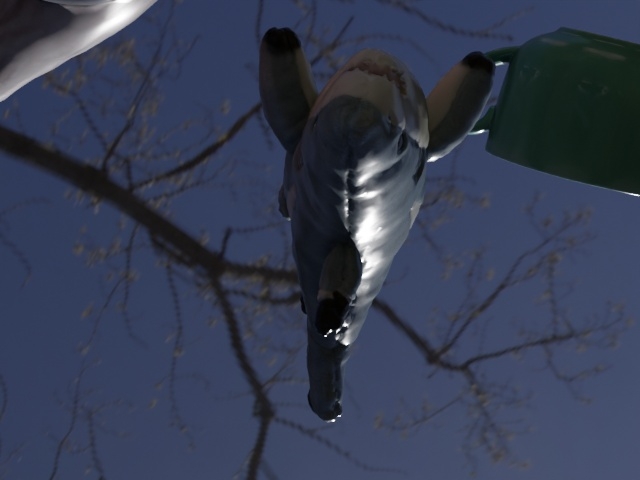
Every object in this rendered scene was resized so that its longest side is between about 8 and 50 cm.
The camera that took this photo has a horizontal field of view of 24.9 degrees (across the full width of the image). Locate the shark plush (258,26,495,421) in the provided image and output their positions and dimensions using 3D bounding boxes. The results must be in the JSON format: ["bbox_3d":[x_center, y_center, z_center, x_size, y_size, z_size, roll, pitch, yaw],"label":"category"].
[{"bbox_3d":[0.000,0.000,0.469,0.073,0.161,0.067,16,-137,-9],"label":"shark plush"}]

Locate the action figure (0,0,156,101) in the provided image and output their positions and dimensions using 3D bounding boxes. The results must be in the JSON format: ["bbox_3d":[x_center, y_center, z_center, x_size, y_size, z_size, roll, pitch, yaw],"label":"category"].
[{"bbox_3d":[-0.077,-0.178,0.356,0.178,0.341,0.330,-5,-155,-3],"label":"action figure"}]

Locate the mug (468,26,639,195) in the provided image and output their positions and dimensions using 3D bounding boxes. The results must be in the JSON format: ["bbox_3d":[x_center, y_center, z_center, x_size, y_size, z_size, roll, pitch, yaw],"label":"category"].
[{"bbox_3d":[0.177,-0.095,1.001,0.158,0.129,0.097,11,-80,-19],"label":"mug"}]
